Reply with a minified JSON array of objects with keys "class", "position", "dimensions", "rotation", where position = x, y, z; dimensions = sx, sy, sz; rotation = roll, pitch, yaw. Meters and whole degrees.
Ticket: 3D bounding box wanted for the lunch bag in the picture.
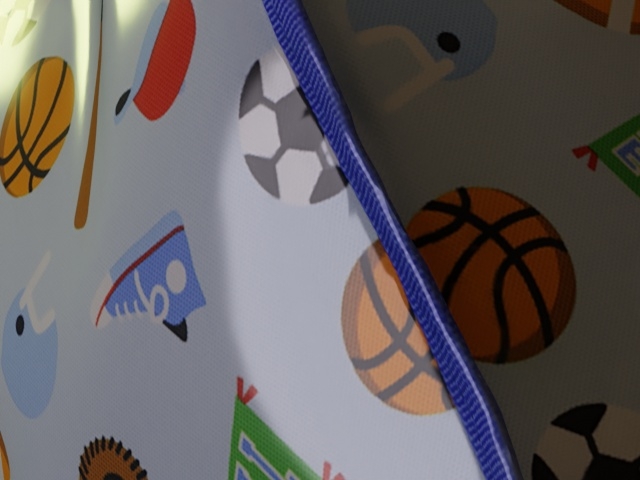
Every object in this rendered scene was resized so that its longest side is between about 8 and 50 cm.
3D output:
[{"class":"lunch bag","position":[0.000,0.000,0.695],"dimensions":[0.328,0.239,0.385],"rotation":[-47,64,45]}]
